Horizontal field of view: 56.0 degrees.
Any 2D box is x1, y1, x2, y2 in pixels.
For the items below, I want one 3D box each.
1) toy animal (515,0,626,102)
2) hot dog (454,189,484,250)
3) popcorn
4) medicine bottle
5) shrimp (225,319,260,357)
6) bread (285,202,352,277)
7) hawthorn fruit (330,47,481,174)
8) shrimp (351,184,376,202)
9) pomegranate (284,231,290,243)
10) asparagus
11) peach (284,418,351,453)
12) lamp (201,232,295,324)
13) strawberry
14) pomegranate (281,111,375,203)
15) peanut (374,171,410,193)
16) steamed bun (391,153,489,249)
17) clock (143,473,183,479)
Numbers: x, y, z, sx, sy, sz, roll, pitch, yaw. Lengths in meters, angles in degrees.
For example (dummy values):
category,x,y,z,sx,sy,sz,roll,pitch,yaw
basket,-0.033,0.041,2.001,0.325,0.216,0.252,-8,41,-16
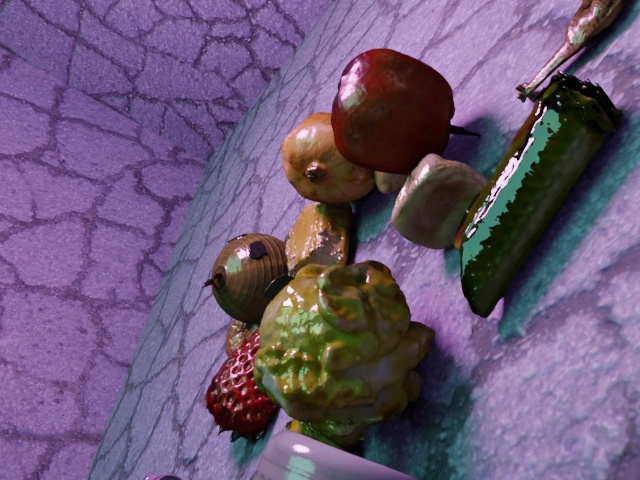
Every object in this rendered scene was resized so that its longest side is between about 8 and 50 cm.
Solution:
category,x,y,z,sx,sy,sz,roll,pitch,yaw
toy animal,0.446,-0.362,1.053,0.275,0.054,0.149,-60,19,7
hot dog,0.280,-0.038,1.016,0.090,0.060,0.140,-155,86,-81
popcorn,0.042,0.168,1.004,0.312,0.312,0.312,-48,25,31
medicine bottle,-0.005,0.438,0.809,0.245,0.245,0.306,-14,52,62
shrimp,-0.200,0.234,1.760,0.267,0.061,0.145,-59,30,-2
bread,0.000,0.000,1.513,0.174,0.121,0.245,-35,28,32
hawthorn fruit,0.177,-0.251,1.212,0.254,0.301,0.253,13,-90,-82
shrimp,0.137,-0.264,1.614,0.233,0.071,0.364,-20,47,51
pomegranate,-0.062,0.001,1.738,0.085,0.073,0.073,-26,16,-14
asparagus,0.308,-0.069,0.915,0.128,0.108,0.381,35,99,33
peach,-0.009,0.370,1.082,0.151,0.118,0.151,-13,34,9
lamp,-0.192,0.101,1.595,0.250,0.284,0.250,-3,86,48
strawberry,-0.183,0.340,1.471,0.280,0.150,0.253,-56,22,18
pomegranate,0.026,-0.196,1.452,0.248,0.248,0.248,-48,25,31
peanut,0.191,-0.212,1.382,0.103,0.098,0.229,66,-135,-69
steamed bun,0.213,-0.090,1.126,0.172,0.141,0.155,-56,17,24
clock,-0.439,0.709,1.636,0.050,0.110,0.152,-41,29,45
